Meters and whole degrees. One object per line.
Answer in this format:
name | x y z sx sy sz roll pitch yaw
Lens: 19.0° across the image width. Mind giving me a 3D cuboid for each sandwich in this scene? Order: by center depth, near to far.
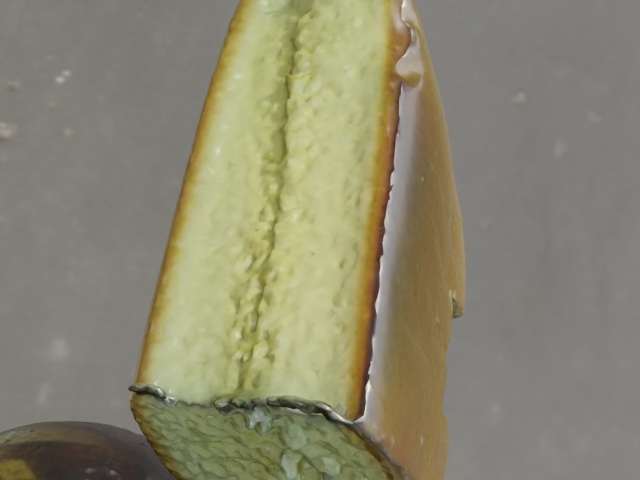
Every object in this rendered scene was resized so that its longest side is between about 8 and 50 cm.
sandwich | 0.000 0.000 0.856 0.128 0.122 0.235 66 31 -56

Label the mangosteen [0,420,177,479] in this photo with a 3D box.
mangosteen | -0.094 0.198 1.026 0.231 0.289 0.231 -17 90 -82
